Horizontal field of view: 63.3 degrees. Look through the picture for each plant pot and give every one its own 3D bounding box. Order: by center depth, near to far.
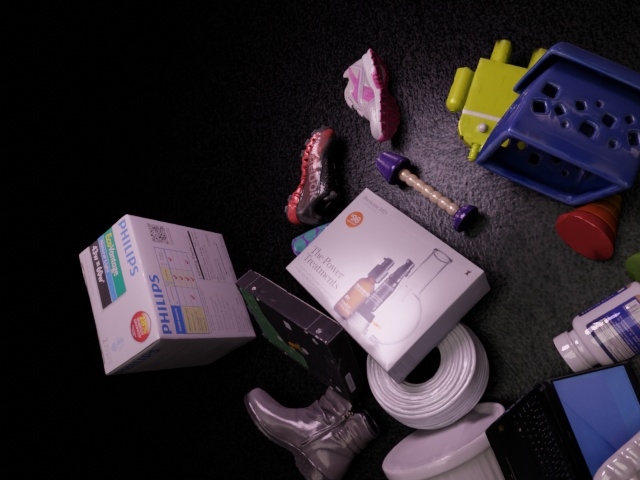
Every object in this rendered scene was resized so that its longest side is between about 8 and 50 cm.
[{"bbox_3d":[0.462,-0.218,0.983,0.235,0.236,0.212,24,87,4],"label":"plant pot"}]

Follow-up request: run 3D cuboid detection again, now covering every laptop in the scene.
[{"bbox_3d":[0.461,0.377,0.920,0.136,0.264,0.234,-19,95,60],"label":"laptop"}]

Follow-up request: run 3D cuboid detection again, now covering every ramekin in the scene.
[{"bbox_3d":[0.269,0.441,1.023,0.272,0.273,0.127,-33,80,24],"label":"ramekin"}]

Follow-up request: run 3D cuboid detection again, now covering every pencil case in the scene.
[{"bbox_3d":[0.000,0.000,1.373,0.151,0.064,0.070,-22,69,28],"label":"pencil case"}]

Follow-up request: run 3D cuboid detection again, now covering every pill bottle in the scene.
[{"bbox_3d":[0.544,0.172,0.971,0.186,0.112,0.112,-39,64,22],"label":"pill bottle"}]

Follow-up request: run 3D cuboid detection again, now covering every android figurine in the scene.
[{"bbox_3d":[0.403,-0.294,1.137,0.248,0.056,0.273,20,92,12],"label":"android figurine"}]

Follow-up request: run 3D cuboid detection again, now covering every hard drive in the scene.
[{"bbox_3d":[-0.051,0.225,1.260,0.338,0.237,0.064,24,56,42],"label":"hard drive"}]

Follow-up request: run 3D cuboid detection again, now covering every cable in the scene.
[{"bbox_3d":[0.226,0.271,1.125,0.257,0.089,0.257,-32,42,12],"label":"cable"}]

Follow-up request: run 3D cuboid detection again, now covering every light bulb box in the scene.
[{"bbox_3d":[-0.417,0.156,1.439,0.225,0.361,0.358,-33,66,24],"label":"light bulb box"}]

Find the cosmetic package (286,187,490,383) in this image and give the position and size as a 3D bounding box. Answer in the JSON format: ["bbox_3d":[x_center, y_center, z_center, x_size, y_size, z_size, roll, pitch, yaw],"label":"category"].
[{"bbox_3d":[0.138,0.084,1.173,0.284,0.097,0.377,-44,51,-6],"label":"cosmetic package"}]

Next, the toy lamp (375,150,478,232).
[{"bbox_3d":[0.241,-0.123,1.232,0.274,0.080,0.080,44,106,29],"label":"toy lamp"}]

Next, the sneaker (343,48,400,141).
[{"bbox_3d":[0.126,-0.359,1.336,0.111,0.103,0.253,-22,65,32],"label":"sneaker"}]

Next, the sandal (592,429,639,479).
[{"bbox_3d":[0.644,0.340,0.879,0.416,0.102,0.169,-29,67,5],"label":"sandal"}]

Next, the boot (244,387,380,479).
[{"bbox_3d":[-0.021,0.433,1.309,0.338,0.118,0.223,37,96,24],"label":"boot"}]

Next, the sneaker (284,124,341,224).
[{"bbox_3d":[0.005,-0.164,1.377,0.135,0.097,0.276,20,95,33],"label":"sneaker"}]

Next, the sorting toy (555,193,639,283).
[{"bbox_3d":[0.636,0.019,0.960,0.365,0.127,0.126,37,76,30],"label":"sorting toy"}]
